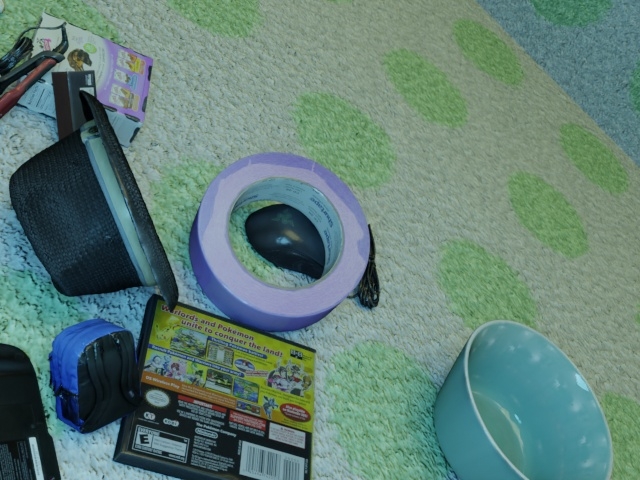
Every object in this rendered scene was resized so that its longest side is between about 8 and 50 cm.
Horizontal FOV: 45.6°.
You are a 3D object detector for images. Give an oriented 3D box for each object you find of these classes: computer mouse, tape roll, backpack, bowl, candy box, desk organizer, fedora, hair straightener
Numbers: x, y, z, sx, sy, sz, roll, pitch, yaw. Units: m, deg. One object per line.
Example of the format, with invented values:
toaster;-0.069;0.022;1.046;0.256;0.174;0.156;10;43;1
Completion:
computer mouse;0.000;0.000;1.338;0.272;0.072;0.189;19;47;-26
tape roll;-0.064;0.001;1.202;0.274;0.090;0.275;7;67;-17
backpack;-0.283;0.157;0.929;0.101;0.120;0.098;18;26;30
bowl;0.310;0.304;1.258;0.311;0.163;0.312;21;46;-24
candy box;-0.386;-0.264;1.253;0.196;0.070;0.165;20;46;-25
desk organizer;-0.372;-0.193;1.162;0.047;0.050;0.130;-17;112;-45
fedora;-0.311;-0.031;1.015;0.152;0.334;0.334;-23;68;-12
hair straightener;-0.463;-0.249;1.113;0.089;0.047;0.230;41;78;0

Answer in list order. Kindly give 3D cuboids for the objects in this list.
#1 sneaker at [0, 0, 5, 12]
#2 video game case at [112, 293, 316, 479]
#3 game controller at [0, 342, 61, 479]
sneaker;-0.564;-0.411;1.265;0.083;0.032;0.037;47;40;5
video game case;-0.133;0.223;1.069;0.274;0.035;0.248;22;45;-22
game controller;-0.373;0.256;0.839;0.166;0.067;0.319;13;48;-50
